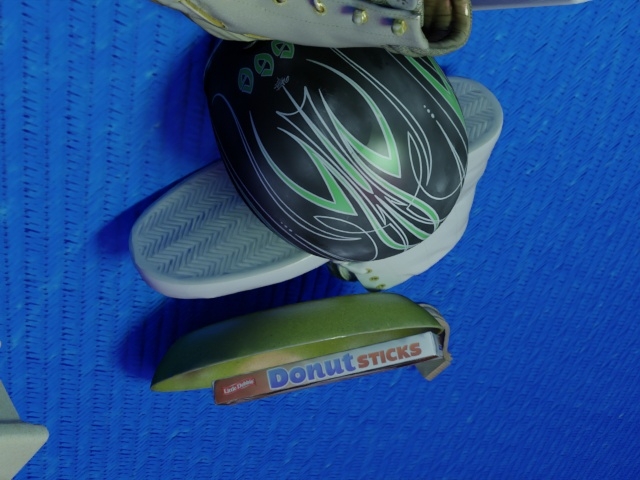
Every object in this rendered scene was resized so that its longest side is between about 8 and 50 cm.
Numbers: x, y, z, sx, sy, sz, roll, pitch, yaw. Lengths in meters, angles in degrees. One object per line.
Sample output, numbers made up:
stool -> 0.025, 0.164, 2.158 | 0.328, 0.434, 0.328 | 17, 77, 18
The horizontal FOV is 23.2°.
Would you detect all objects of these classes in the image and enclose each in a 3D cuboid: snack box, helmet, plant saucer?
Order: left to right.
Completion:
plant saucer -> -0.022, 0.080, 1.254 | 0.241, 0.037, 0.241 | -11, 171, -2
snack box -> 0.006, 0.102, 1.232 | 0.178, 0.022, 0.064 | -13, 172, 9
helmet -> 0.015, -0.067, 1.004 | 0.169, 0.161, 0.169 | -28, 155, -14

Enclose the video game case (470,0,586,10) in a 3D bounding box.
video game case -> 0.164, -0.175, 1.006 | 0.183, 0.201, 0.023 | -17, 103, -30

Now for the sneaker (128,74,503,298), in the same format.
sneaker -> 0.000, 0.000, 1.162 | 0.292, 0.108, 0.169 | -23, 151, -17

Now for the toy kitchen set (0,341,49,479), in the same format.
toy kitchen set -> -0.260, 0.093, 0.732 | 0.207, 0.166, 0.122 | -45, 150, 19

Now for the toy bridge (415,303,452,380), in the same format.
toy bridge -> 0.091, 0.091, 1.493 | 0.063, 0.026, 0.188 | -41, 152, 10

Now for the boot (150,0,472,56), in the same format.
boot -> -0.021, -0.149, 0.831 | 0.213, 0.165, 0.077 | 20, 82, -63
